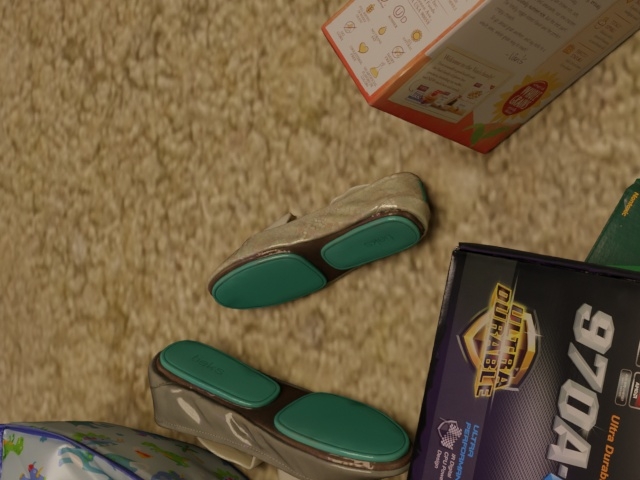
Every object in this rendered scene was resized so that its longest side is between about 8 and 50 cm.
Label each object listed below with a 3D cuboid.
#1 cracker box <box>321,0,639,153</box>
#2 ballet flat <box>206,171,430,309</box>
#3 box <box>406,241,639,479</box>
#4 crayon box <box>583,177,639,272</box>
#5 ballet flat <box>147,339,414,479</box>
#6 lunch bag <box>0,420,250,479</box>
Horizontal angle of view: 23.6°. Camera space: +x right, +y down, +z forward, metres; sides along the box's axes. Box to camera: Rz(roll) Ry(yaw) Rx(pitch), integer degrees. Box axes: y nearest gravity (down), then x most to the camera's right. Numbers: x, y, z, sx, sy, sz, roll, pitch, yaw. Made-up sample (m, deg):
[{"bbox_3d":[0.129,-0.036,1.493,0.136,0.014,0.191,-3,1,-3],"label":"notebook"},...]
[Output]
[{"bbox_3d":[0.135,-0.158,0.895,0.232,0.156,0.067,-39,64,20],"label":"cracker box"},{"bbox_3d":[0.000,0.000,1.024,0.168,0.057,0.052,-19,45,24],"label":"ballet flat"},{"bbox_3d":[0.135,0.123,0.815,0.175,0.051,0.220,11,88,32],"label":"box"},{"bbox_3d":[0.187,0.128,0.862,0.165,0.081,0.278,34,100,31],"label":"crayon box"},{"bbox_3d":[-0.027,0.128,1.013,0.213,0.072,0.068,20,121,33],"label":"ballet flat"},{"bbox_3d":[-0.125,0.172,1.020,0.151,0.129,0.096,2,85,30],"label":"lunch bag"}]
